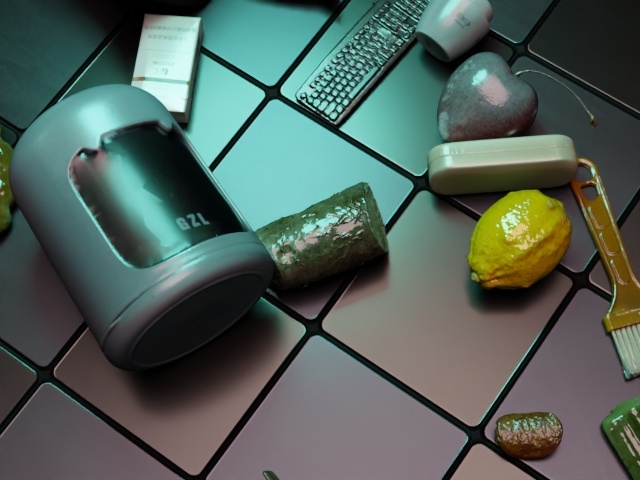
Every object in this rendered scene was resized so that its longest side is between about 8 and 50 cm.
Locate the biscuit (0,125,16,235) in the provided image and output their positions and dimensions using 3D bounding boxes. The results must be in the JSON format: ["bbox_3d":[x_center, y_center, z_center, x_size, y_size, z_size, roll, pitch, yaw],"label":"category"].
[{"bbox_3d":[-0.585,-0.093,1.782,0.329,0.078,0.335,-23,70,-10],"label":"biscuit"}]

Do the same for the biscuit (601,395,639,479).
[{"bbox_3d":[0.457,0.325,1.562,0.099,0.038,0.322,-29,69,-5],"label":"biscuit"}]

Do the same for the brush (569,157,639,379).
[{"bbox_3d":[0.384,0.026,1.703,0.090,0.017,0.314,-14,67,-5],"label":"brush"}]

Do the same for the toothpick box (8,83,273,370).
[{"bbox_3d":[-0.249,-0.032,1.651,0.263,0.263,0.355,-32,72,-9],"label":"toothpick box"}]

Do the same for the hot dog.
[{"bbox_3d":[0.256,0.239,1.610,0.083,0.035,0.058,-3,68,2],"label":"hot dog"}]

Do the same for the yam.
[{"bbox_3d":[0.000,0.000,1.694,0.183,0.107,0.107,-22,68,-3],"label":"yam"}]

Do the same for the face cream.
[{"bbox_3d":[0.185,-0.302,1.811,0.091,0.091,0.095,38,82,17],"label":"face cream"}]

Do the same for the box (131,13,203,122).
[{"bbox_3d":[-0.217,-0.243,1.838,0.084,0.040,0.154,6,69,3],"label":"box"}]

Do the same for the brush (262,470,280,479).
[{"bbox_3d":[-0.011,0.356,1.582,0.027,0.034,0.190,-44,72,3],"label":"brush"}]

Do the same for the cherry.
[{"bbox_3d":[0.241,-0.161,1.738,0.148,0.115,0.188,-33,74,-30],"label":"cherry"}]

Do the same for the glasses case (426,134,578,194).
[{"bbox_3d":[0.240,-0.099,1.727,0.196,0.083,0.050,-4,68,0],"label":"glasses case"}]

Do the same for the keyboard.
[{"bbox_3d":[0.069,-0.271,1.844,0.087,0.017,0.250,38,75,15],"label":"keyboard"}]

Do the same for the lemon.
[{"bbox_3d":[0.252,0.002,1.668,0.155,0.114,0.114,-45,72,-8],"label":"lemon"}]

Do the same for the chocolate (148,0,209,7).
[{"bbox_3d":[-0.278,-0.523,1.835,0.297,0.314,0.326,27,111,34],"label":"chocolate"}]
